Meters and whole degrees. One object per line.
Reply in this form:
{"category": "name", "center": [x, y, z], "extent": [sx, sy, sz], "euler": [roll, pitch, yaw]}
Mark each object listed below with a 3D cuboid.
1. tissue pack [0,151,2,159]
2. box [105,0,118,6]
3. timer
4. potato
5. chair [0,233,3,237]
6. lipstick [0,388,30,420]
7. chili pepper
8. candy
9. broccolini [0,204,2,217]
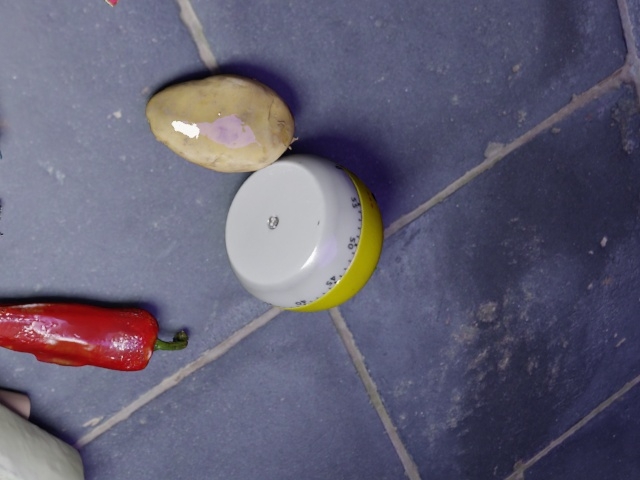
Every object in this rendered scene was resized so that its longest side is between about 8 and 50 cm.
{"category": "tissue pack", "center": [-0.554, -0.215, 1.374], "extent": [0.177, 0.089, 0.263], "euler": [-17, 122, -21]}
{"category": "box", "center": [-0.297, -0.420, 1.465], "extent": [0.133, 0.023, 0.090], "euler": [-49, 129, -1]}
{"category": "timer", "center": [0.000, 0.000, 1.703], "extent": [0.285, 0.285, 0.285], "euler": [-13, 118, -25]}
{"category": "potato", "center": [-0.157, -0.183, 1.603], "extent": [0.234, 0.128, 0.161], "euler": [-15, 104, -19]}
{"category": "chair", "center": [-0.522, 0.015, 1.528], "extent": [0.086, 0.042, 0.037], "euler": [-43, 130, -6]}
{"category": "lipstick", "center": [-0.591, 0.253, 1.583], "extent": [0.254, 0.070, 0.070], "euler": [20, 101, -35]}
{"category": "chili pepper", "center": [-0.382, 0.151, 1.634], "extent": [0.387, 0.110, 0.110], "euler": [11, 106, -30]}
{"category": "candy", "center": [-0.538, 0.363, 1.560], "extent": [0.208, 0.145, 0.359], "euler": [-29, 138, 11]}
{"category": "broccolini", "center": [-0.556, 0.009, 1.496], "extent": [0.194, 0.052, 0.054], "euler": [-51, 141, -8]}
